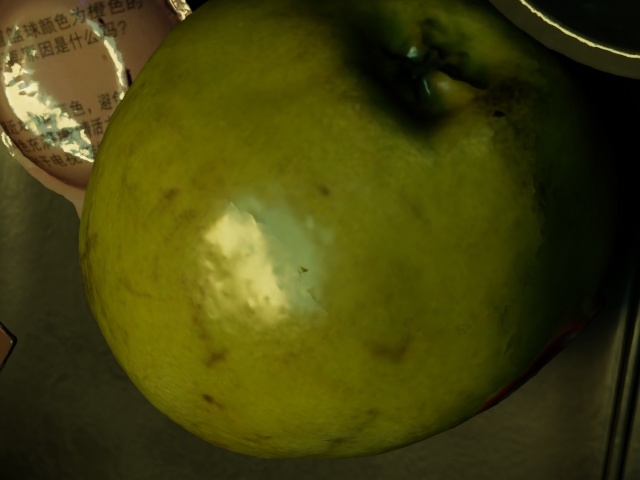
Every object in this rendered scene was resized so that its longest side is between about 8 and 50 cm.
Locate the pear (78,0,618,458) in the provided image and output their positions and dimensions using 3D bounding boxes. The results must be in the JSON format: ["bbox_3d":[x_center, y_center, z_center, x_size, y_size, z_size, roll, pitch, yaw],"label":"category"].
[{"bbox_3d":[0.000,0.000,1.122,0.287,0.287,0.375,51,145,6],"label":"pear"}]

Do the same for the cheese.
[{"bbox_3d":[-0.138,-0.073,1.283,0.189,0.074,0.286,-14,101,31],"label":"cheese"}]

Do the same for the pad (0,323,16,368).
[{"bbox_3d":[-0.378,0.046,1.487,0.300,0.005,0.202,42,120,11],"label":"pad"}]

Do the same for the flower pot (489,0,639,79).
[{"bbox_3d":[0.201,-0.225,1.003,0.269,0.166,0.269,10,110,29],"label":"flower pot"}]
